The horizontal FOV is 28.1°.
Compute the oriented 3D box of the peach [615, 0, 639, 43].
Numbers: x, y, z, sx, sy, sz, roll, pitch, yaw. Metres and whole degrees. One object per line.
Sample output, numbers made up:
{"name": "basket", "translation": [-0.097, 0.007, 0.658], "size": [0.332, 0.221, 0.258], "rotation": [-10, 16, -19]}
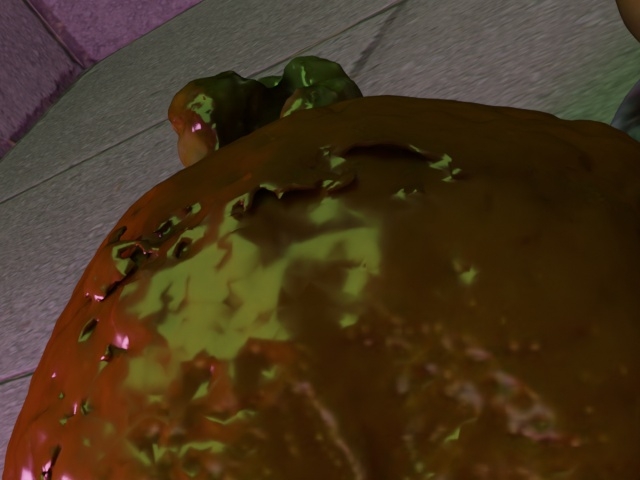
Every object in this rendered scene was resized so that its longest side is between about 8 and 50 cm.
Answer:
{"name": "peach", "translation": [0.314, -0.215, 0.984], "size": [0.184, 0.184, 0.184], "rotation": [-33, 21, 15]}

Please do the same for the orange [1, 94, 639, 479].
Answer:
{"name": "orange", "translation": [0.044, 0.113, 0.530], "size": [0.340, 0.341, 0.293], "rotation": [-38, -9, 1]}

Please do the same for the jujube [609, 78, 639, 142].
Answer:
{"name": "jujube", "translation": [0.271, -0.051, 0.669], "size": [0.317, 0.226, 0.226], "rotation": [-51, 23, -16]}

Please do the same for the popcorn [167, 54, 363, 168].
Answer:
{"name": "popcorn", "translation": [-0.001, -0.003, 0.949], "size": [0.276, 0.276, 0.225], "rotation": [-32, 11, 18]}
